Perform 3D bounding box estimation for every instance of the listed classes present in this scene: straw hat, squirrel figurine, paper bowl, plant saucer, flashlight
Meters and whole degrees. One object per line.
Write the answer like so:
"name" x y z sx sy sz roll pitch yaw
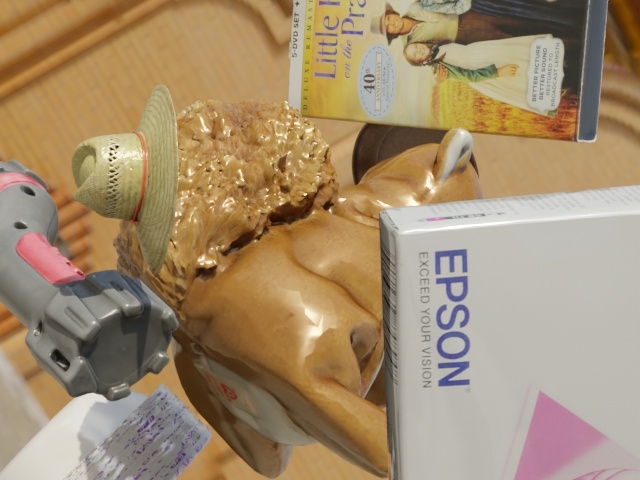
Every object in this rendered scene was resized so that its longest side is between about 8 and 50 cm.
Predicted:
"straw hat" -0.143 -0.045 1.014 0.144 0.061 0.144 180 -90 -72
"squirrel figurine" 0.000 0.000 1.477 0.397 0.370 0.281 45 -26 -7
"paper bowl" -0.271 0.276 1.668 0.148 0.284 0.284 43 -4 1
"plant saucer" 0.135 -0.093 1.972 0.036 0.198 0.198 -30 89 -53
"flashlight" -0.214 0.022 1.151 0.103 0.103 0.304 11 13 -39

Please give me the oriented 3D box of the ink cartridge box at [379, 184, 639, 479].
"ink cartridge box" 0.210 0.124 1.007 0.071 0.330 0.324 -112 -163 -72

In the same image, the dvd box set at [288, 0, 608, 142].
"dvd box set" 0.151 -0.290 1.793 0.062 0.420 0.308 -7 103 -56
